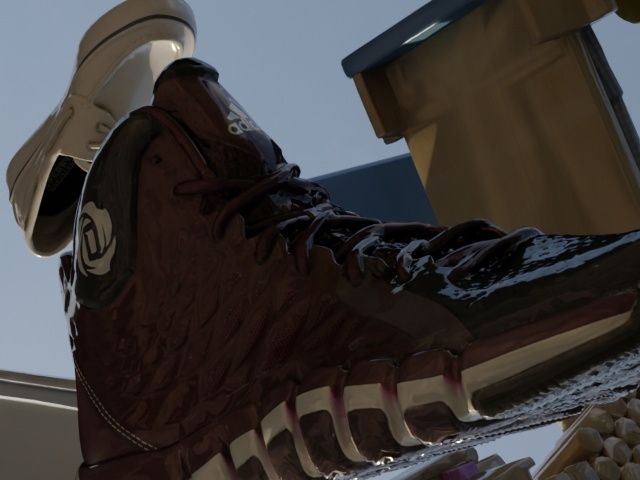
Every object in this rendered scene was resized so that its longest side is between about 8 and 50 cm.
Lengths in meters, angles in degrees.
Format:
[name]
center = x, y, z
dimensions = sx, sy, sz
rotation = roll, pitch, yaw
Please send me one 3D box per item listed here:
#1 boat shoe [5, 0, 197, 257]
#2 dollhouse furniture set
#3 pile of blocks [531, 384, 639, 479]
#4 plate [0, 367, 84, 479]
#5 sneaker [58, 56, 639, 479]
[boat shoe]
center = -0.181, -0.089, 1.534
dimensions = 0.267, 0.096, 0.088
rotation = -45, -135, 32
[dollhouse furniture set]
center = 0.141, 0.012, 1.003
dimensions = 0.303, 0.198, 0.286
rotation = -31, -101, 48
[pile of blocks]
center = 0.184, 0.200, 1.222
dimensions = 0.113, 0.149, 0.362
rotation = -57, -179, 45
[plate]
center = -0.139, 0.163, 0.873
dimensions = 0.045, 0.277, 0.278
rotation = -84, -177, -58
[sneaker]
center = 0.000, 0.000, 0.630
dimensions = 0.281, 0.106, 0.163
rotation = -23, -101, 35
